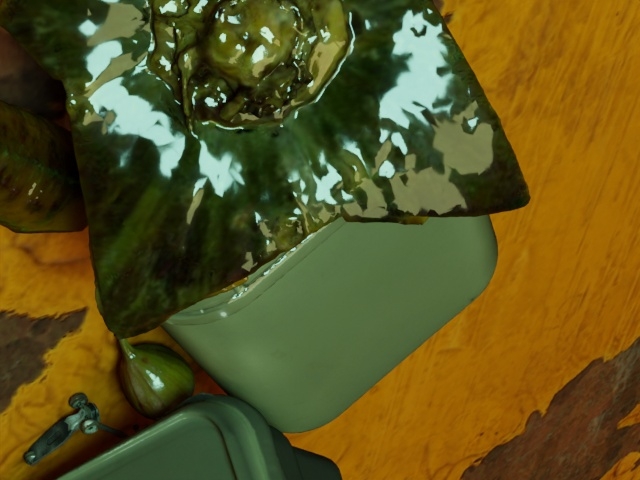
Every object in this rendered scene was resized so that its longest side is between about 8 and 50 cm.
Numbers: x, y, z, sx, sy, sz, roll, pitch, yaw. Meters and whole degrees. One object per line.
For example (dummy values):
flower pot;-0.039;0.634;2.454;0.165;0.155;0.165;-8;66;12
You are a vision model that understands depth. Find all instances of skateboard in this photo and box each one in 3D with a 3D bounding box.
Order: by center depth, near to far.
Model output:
skateboard;-0.160;0.144;1.062;0.064;0.032;0.083;-40;145;13

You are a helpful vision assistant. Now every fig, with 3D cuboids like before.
fig;-0.118;0.084;1.029;0.050;0.050;0.083;-34;125;-14

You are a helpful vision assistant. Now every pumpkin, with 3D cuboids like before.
pumpkin;-0.031;-0.115;0.793;0.258;0.095;0.290;-18;104;-7

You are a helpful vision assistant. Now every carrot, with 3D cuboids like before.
carrot;-0.215;-0.072;0.744;0.066;0.066;0.314;-48;145;6

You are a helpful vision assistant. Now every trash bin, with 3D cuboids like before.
trash bin;0.000;0.000;0.992;0.243;0.121;0.247;-39;148;-6

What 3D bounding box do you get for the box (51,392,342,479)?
box;-0.103;0.217;1.056;0.274;0.138;0.178;-28;156;22
